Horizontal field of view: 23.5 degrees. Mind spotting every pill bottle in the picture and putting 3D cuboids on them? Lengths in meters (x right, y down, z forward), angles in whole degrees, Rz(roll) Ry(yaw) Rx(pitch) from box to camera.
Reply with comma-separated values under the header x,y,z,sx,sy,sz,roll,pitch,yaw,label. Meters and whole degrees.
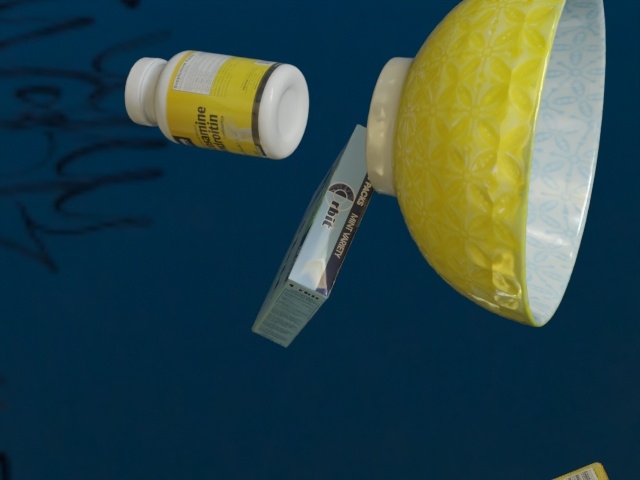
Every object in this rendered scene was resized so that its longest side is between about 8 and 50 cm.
x,y,z,sx,sy,sz,roll,pitch,yaw,label
-0.113,-0.149,1.650,0.184,0.103,0.103,10,-81,24,pill bottle

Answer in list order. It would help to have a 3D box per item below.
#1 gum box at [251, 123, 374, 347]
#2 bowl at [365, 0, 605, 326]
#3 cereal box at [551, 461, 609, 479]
x,y,z,sx,sy,sz,roll,pitch,yaw,label
0.000,0.000,1.382,0.157,0.041,0.184,-66,-175,-20,gum box
0.127,-0.084,1.251,0.156,0.289,0.290,9,-82,18,bowl
0.262,0.363,1.673,0.047,0.173,0.240,-108,173,-56,cereal box
